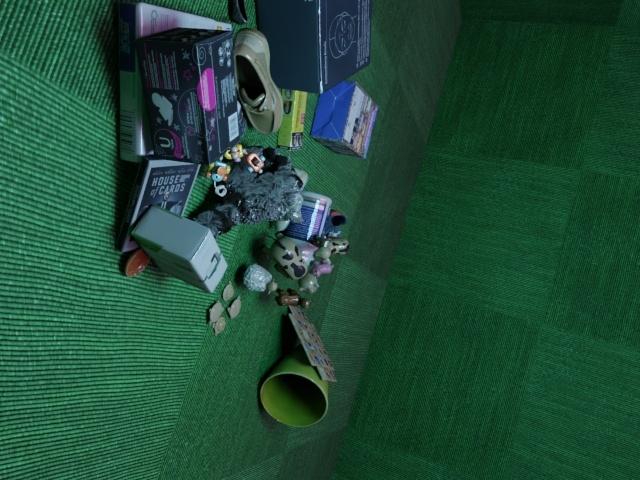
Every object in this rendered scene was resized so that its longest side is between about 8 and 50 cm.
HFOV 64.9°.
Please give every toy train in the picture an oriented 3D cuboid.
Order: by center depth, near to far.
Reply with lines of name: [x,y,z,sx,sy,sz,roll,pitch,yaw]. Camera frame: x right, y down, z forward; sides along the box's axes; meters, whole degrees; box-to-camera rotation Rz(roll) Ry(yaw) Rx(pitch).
toy train: [-0.227,-0.197,1.361,0.166,0.046,0.125,-42,123,-14]

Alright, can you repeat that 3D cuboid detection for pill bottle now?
pill bottle: [-0.059,-0.046,1.885,0.153,0.153,0.264,17,87,-67]

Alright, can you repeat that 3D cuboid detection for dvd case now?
dvd case: [-0.380,-0.093,1.193,0.179,0.030,0.238,-23,143,-61]

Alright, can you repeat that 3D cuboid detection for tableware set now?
tableware set: [-0.311,0.225,1.636,0.168,0.020,0.141,-55,151,-42]

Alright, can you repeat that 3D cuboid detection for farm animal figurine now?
farm animal figurine: [-0.060,0.086,1.721,0.327,0.172,0.330,37,85,-38]

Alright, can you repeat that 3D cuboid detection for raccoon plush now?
raccoon plush: [-0.230,-0.092,1.539,0.446,0.216,0.299,-33,156,-17]

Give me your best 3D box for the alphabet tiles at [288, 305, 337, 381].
alphabet tiles: [-0.034,0.426,2.088,0.011,0.342,0.285,-31,155,7]

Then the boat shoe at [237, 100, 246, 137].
boat shoe: [-0.243,-0.269,1.293,0.083,0.065,0.183,64,44,-58]

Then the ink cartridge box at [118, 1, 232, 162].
ink cartridge box: [-0.333,-0.363,1.188,0.330,0.071,0.324,-32,132,-63]

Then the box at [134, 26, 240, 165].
box: [-0.273,-0.310,1.071,0.163,0.142,0.247,-60,156,-55]

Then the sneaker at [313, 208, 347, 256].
sneaker: [0.000,0.000,2.052,0.350,0.148,0.131,-61,153,-31]

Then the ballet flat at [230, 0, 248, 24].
ballet flat: [-0.210,-0.659,1.319,0.057,0.049,0.173,-42,139,-54]

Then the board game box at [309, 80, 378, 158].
board game box: [0.100,-0.480,2.014,0.291,0.141,0.232,11,93,-67]

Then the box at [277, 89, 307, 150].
box: [-0.094,-0.426,1.707,0.087,0.058,0.232,-24,124,-61]

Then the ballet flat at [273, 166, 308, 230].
ballet flat: [-0.124,-0.155,1.791,0.086,0.086,0.248,60,47,-59]

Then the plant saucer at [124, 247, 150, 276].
plant saucer: [-0.442,0.051,1.215,0.083,0.013,0.083,-54,169,-16]

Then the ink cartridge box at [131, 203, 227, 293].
ink cartridge box: [-0.330,0.027,1.211,0.219,0.160,0.092,88,27,-65]

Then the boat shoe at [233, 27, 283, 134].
boat shoe: [-0.185,-0.408,1.392,0.341,0.122,0.110,77,22,-56]

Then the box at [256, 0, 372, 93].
box: [-0.005,-0.664,1.580,0.395,0.212,0.293,-48,145,-49]

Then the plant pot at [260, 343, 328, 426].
plant pot: [-0.077,0.570,2.109,0.293,0.275,0.274,-64,159,-63]
